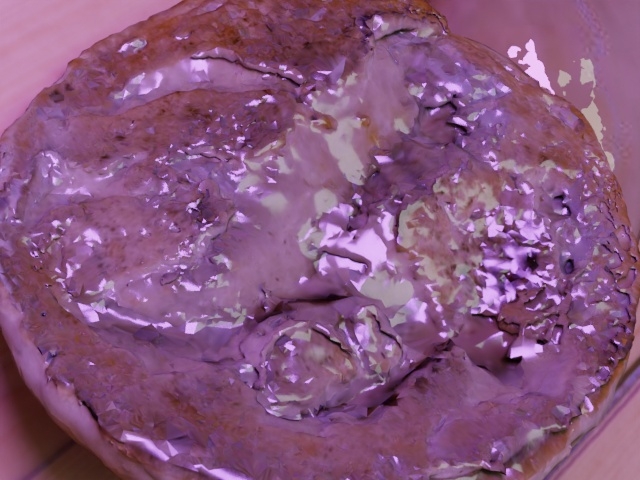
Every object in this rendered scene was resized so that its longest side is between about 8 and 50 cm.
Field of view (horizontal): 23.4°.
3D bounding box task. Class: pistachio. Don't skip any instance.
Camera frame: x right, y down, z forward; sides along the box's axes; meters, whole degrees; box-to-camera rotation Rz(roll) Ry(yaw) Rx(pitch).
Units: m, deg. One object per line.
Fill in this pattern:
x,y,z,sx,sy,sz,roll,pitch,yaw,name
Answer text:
0.142,-0.086,1.055,0.162,0.182,0.292,33,53,-71,pistachio

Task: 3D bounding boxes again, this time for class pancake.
0.000,0.001,0.870,0.387,0.082,0.386,7,56,-10,pancake
